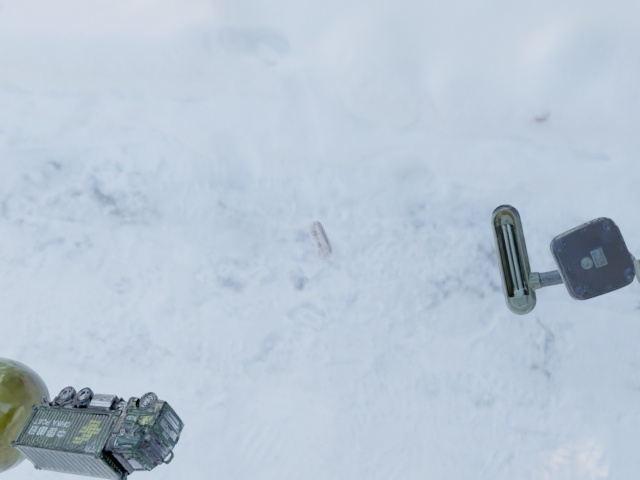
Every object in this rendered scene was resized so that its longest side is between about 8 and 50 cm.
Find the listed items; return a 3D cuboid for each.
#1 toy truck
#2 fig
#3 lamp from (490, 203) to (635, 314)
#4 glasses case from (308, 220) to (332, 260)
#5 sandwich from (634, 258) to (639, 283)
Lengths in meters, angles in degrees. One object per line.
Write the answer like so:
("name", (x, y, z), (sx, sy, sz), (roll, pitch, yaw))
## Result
("toy truck", (-0.348, 0.303, 1.365), (0.259, 0.088, 0.121), (-2, 46, 29))
("fig", (-0.603, 0.309, 1.579), (0.230, 0.207, 0.207), (21, 66, 38))
("lamp", (0.400, 0.008, 1.478), (0.124, 0.283, 0.203), (-20, 85, -14))
("glasses case", (0.000, 0.000, 1.607), (0.021, 0.032, 0.083), (3, 51, -37))
("sandwich", (0.603, 0.078, 1.523), (0.029, 0.067, 0.135), (-10, 20, -19))
